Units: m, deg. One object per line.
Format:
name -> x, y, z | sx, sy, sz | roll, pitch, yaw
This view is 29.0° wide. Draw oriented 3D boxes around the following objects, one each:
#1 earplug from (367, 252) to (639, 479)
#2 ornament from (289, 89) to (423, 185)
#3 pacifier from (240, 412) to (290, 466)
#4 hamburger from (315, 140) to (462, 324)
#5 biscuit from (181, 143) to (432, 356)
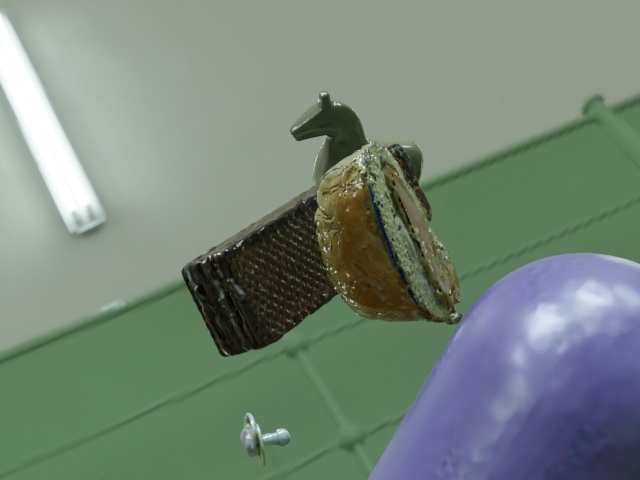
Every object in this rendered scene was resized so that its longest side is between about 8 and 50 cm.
earplug -> 0.099, 0.219, 0.766 | 0.215, 0.215, 0.456 | 10, -68, -42
ornament -> 0.050, -0.119, 1.904 | 0.230, 0.061, 0.245 | 1, -54, -21
pacifier -> -0.072, 0.259, 1.639 | 0.064, 0.083, 0.068 | -8, -79, -13
hamburger -> 0.041, 0.013, 1.046 | 0.102, 0.087, 0.176 | -21, -64, 23
biscuit -> 0.000, 0.000, 1.354 | 0.073, 0.107, 0.388 | -19, 9, 38
